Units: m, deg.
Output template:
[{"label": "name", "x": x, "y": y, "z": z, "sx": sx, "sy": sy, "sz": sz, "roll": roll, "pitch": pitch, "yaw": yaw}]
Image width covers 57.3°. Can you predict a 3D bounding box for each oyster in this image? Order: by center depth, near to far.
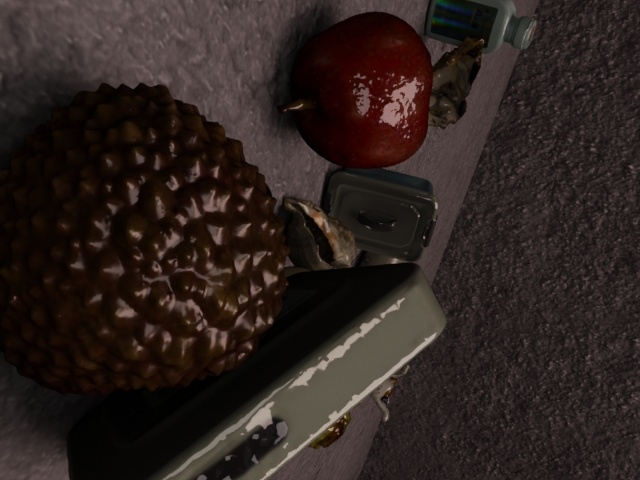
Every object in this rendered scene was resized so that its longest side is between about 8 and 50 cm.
[{"label": "oyster", "x": 0.312, "y": -0.373, "z": 1.394, "sx": 0.345, "sy": 0.129, "sz": 0.078, "roll": 110, "pitch": 5, "yaw": -67}]

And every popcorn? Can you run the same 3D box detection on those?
[{"label": "popcorn", "x": -0.001, "y": 0.442, "z": 1.535, "sx": 0.189, "sy": 0.169, "sz": 0.218, "roll": -60, "pitch": 171, "yaw": 1}]

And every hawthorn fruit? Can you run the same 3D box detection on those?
[{"label": "hawthorn fruit", "x": 0.047, "y": -0.209, "z": 0.850, "sx": 0.266, "sy": 0.210, "sz": 0.230, "roll": -23, "pitch": 138, "yaw": -47}]

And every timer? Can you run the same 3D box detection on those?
[{"label": "timer", "x": 0.066, "y": 0.302, "z": 1.390, "sx": 0.175, "sy": 0.266, "sz": 0.175, "roll": -53, "pitch": 156, "yaw": -35}]

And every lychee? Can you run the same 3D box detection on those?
[{"label": "lychee", "x": -0.155, "y": 0.001, "z": 0.501, "sx": 0.267, "sy": 0.268, "sz": 0.267, "roll": -53, "pitch": 157, "yaw": -34}]

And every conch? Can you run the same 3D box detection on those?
[{"label": "conch", "x": 0.000, "y": 0.000, "z": 1.059, "sx": 0.130, "sy": 0.155, "sz": 0.207, "roll": -39, "pitch": 135, "yaw": -10}]

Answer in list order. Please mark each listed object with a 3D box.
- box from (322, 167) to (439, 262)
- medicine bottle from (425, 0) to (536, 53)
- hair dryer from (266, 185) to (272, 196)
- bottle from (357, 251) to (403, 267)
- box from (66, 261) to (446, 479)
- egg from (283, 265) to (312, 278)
[{"label": "box", "x": 0.123, "y": -0.063, "z": 1.200, "sx": 0.130, "sy": 0.227, "sz": 0.162, "roll": -64, "pitch": 167, "yaw": -56}, {"label": "medicine bottle", "x": 0.355, "y": -0.485, "z": 1.297, "sx": 0.083, "sy": 0.229, "sz": 0.121, "roll": -48, "pitch": 154, "yaw": -46}, {"label": "hair dryer", "x": -0.169, "y": 0.047, "z": 0.779, "sx": 0.251, "sy": 0.089, "sz": 0.197, "roll": -36, "pitch": 148, "yaw": -40}, {"label": "bottle", "x": 0.138, "y": 0.116, "z": 1.611, "sx": 0.233, "sy": 0.110, "sz": 0.110, "roll": -62, "pitch": 161, "yaw": -12}, {"label": "box", "x": -0.094, "y": 0.147, "z": 0.641, "sx": 0.367, "sy": 0.090, "sz": 0.373, "roll": -33, "pitch": -170, "yaw": -24}, {"label": "egg", "x": -0.059, "y": 0.162, "z": 1.016, "sx": 0.186, "sy": 0.186, "sz": 0.241, "roll": -28, "pitch": 128, "yaw": -61}]
